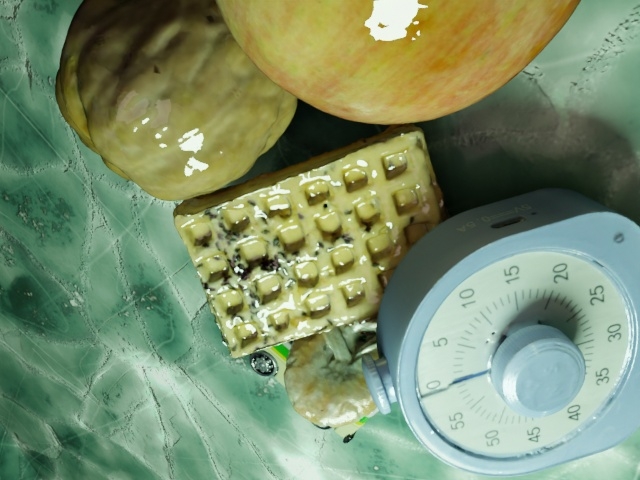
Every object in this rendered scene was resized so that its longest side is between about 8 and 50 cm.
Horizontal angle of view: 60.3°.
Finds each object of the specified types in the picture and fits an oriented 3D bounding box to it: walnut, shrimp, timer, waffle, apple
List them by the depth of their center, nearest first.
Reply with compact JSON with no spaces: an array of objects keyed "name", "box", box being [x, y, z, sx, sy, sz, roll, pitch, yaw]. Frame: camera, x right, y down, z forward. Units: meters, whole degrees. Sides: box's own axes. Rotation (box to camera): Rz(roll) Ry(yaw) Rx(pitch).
[{"name":"apple","box":[0.083,-0.321,0.520,0.391,0.391,0.346,54,150,-8]},{"name":"timer","box":[0.244,0.144,0.730,0.395,0.173,0.394,-3,112,-8]},{"name":"walnut","box":[-0.174,-0.230,0.747,0.306,0.306,0.344,34,83,6]},{"name":"waffle","box":[0.000,0.000,0.812,0.376,0.114,0.260,-17,109,5]},{"name":"shrimp","box":[0.075,0.157,0.880,0.168,0.317,0.077,45,169,5]}]

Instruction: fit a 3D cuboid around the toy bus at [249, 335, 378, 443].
[{"name":"toy bus","box":[-0.005,0.189,0.994,0.305,0.143,0.179,41,124,2]}]
